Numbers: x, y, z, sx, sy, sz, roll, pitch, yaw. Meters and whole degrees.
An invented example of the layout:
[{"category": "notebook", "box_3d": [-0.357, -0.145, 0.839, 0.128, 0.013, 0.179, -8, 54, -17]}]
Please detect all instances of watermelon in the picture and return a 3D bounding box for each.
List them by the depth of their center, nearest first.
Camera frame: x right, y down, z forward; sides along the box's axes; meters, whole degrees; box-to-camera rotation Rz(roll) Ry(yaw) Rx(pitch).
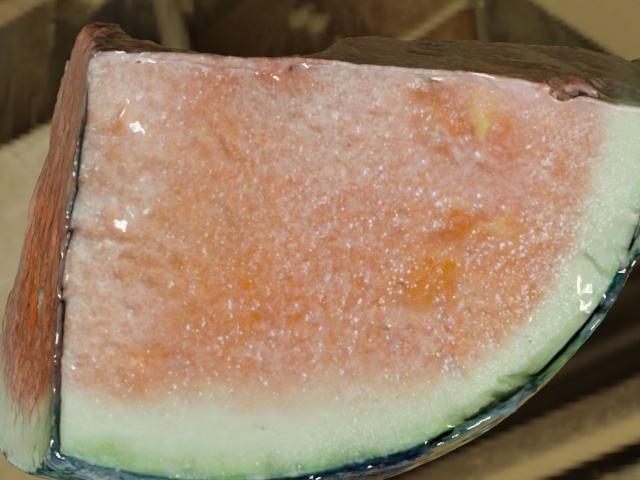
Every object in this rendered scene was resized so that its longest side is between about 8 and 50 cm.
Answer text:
[{"category": "watermelon", "box_3d": [0.000, 0.000, 0.712, 0.318, 0.148, 0.226, -28, 111, 1]}]
